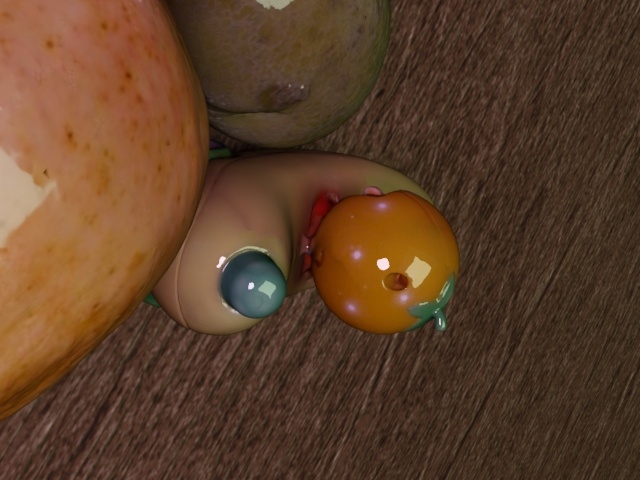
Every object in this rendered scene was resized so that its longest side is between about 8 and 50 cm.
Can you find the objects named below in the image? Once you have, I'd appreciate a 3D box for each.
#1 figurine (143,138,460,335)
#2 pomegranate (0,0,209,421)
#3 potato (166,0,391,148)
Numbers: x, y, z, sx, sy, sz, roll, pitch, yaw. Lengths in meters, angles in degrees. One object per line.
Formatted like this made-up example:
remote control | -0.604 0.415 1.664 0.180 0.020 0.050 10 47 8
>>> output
figurine | 0.000 0.000 1.049 0.324 0.222 0.124 -8 111 -53
pomegranate | -0.224 -0.061 0.617 0.338 0.338 0.338 -30 130 -44
potato | -0.039 -0.166 0.974 0.251 0.159 0.174 47 41 -66
